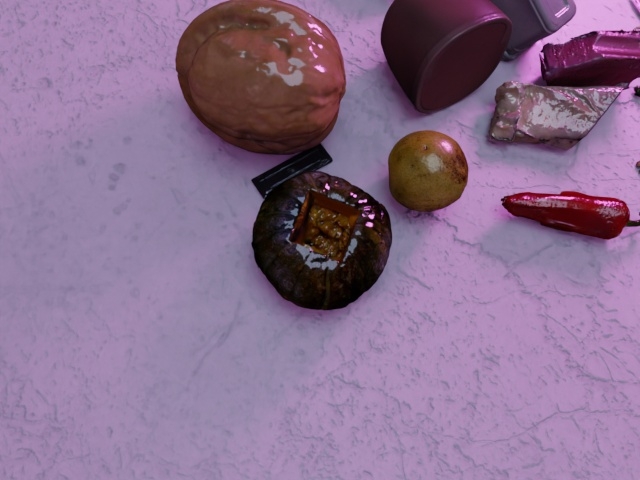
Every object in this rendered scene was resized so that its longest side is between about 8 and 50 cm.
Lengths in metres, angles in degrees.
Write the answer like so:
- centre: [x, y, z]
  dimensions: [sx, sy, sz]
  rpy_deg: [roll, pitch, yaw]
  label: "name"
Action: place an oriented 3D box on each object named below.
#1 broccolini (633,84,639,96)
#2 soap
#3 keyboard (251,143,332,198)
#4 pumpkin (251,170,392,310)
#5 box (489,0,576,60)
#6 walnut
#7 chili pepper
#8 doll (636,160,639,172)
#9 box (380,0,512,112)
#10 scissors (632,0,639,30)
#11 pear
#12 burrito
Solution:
- centre: [0.947, -0.367, 1.662]
  dimensions: [0.054, 0.052, 0.194]
  rpy_deg: [-37, 78, -14]
  label: "broccolini"
- centre: [0.715, -0.469, 1.609]
  dimensions: [0.289, 0.182, 0.112]
  rpy_deg: [-2, 69, -11]
  label: "soap"
- centre: [-0.069, -0.174, 1.499]
  dimensions: [0.204, 0.013, 0.061]
  rpy_deg: [-31, 75, -16]
  label: "keyboard"
- centre: [0.000, 0.000, 1.344]
  dimensions: [0.320, 0.192, 0.321]
  rpy_deg: [1, 71, -4]
  label: "pumpkin"
- centre: [0.524, -0.659, 1.598]
  dimensions: [0.175, 0.182, 0.312]
  rpy_deg: [-40, 106, -20]
  label: "box"
- centre: [-0.124, -0.379, 1.417]
  dimensions: [0.383, 0.383, 0.384]
  rpy_deg: [2, 69, -5]
  label: "walnut"
- centre: [0.627, -0.068, 1.485]
  dimensions: [0.387, 0.110, 0.110]
  rpy_deg: [10, 68, -1]
  label: "chili pepper"
- centre: [0.885, -0.208, 1.594]
  dimensions: [0.093, 0.051, 0.062]
  rpy_deg: [-12, 77, -9]
  label: "doll"
- centre: [0.298, -0.501, 1.520]
  dimensions: [0.301, 0.301, 0.216]
  rpy_deg: [-27, 70, -15]
  label: "box"
- centre: [0.966, -0.657, 1.790]
  dimensions: [0.133, 0.020, 0.187]
  rpy_deg: [-3, 71, -10]
  label: "scissors"
- centre: [0.260, -0.163, 1.431]
  dimensions: [0.197, 0.197, 0.197]
  rpy_deg: [2, 69, -5]
  label: "pear"
- centre: [0.609, -0.323, 1.577]
  dimensions: [0.347, 0.107, 0.175]
  rpy_deg: [1, 99, -1]
  label: "burrito"
